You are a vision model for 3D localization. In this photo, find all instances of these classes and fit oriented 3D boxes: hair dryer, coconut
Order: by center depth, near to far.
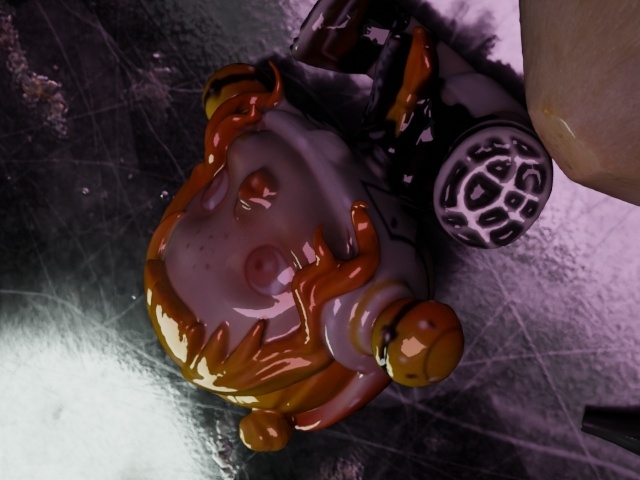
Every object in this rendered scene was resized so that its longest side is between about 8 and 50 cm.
[{"bbox_3d":[0.215,-0.122,0.617,0.237,0.197,0.236,0,90,-17],"label":"coconut"},{"bbox_3d":[0.245,0.122,0.792,0.079,0.031,0.083,14,95,24],"label":"hair dryer"}]

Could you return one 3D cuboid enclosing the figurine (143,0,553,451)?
[{"bbox_3d":[0.004,0.000,0.745,0.323,0.196,0.320,-47,49,17],"label":"figurine"}]
